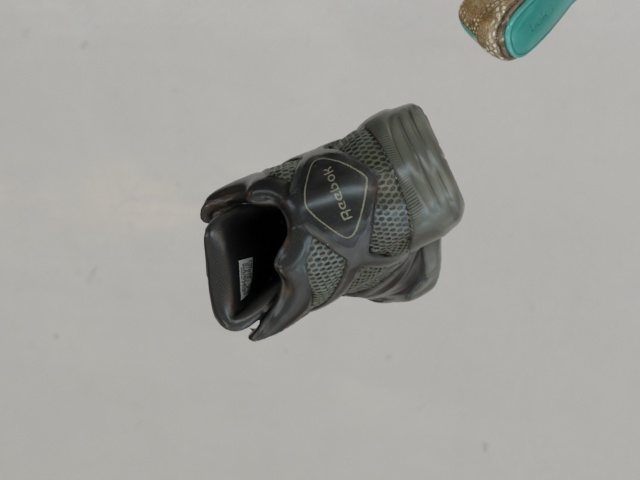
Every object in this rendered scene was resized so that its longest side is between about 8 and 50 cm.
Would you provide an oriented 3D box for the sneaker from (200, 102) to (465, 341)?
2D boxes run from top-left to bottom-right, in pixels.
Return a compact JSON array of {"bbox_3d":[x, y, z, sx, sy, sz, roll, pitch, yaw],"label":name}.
[{"bbox_3d":[0.000,0.000,0.791,0.130,0.227,0.087,-21,82,-3],"label":"sneaker"}]

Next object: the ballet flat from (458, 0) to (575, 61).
[{"bbox_3d":[0.178,-0.211,1.092,0.067,0.206,0.073,32,152,40],"label":"ballet flat"}]
